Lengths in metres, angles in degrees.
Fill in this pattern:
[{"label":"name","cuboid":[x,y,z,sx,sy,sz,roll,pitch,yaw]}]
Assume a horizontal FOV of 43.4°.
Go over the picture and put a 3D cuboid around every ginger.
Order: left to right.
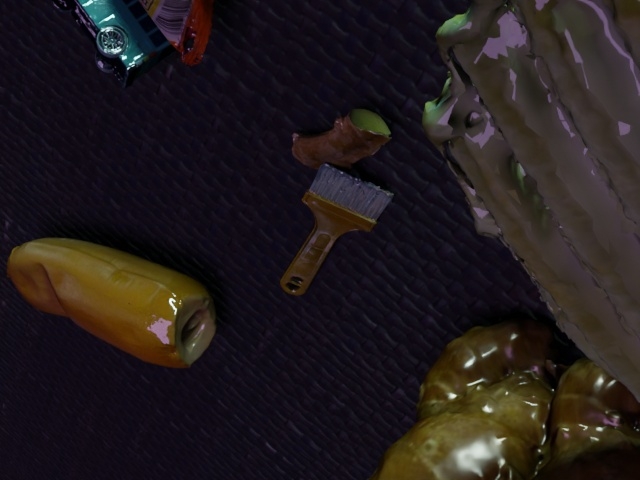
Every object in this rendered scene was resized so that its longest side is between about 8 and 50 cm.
[{"label":"ginger","cuboid":[0.024,-0.096,0.778,0.137,0.057,0.044,-16,66,52]},{"label":"ginger","cuboid":[0.211,0.210,0.709,0.357,0.274,0.152,8,144,36]}]

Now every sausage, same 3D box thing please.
[{"label":"sausage","cuboid":[-0.297,0.068,1.087,0.353,0.116,0.134,17,143,31]}]

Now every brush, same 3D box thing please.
[{"label":"brush","cuboid":[0.000,0.000,0.869,0.082,0.010,0.218,23,139,-9]}]

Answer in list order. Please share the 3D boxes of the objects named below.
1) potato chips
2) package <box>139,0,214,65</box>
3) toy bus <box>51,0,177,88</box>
[{"label":"potato chips","cuboid":[0.244,0.006,0.435,0.429,0.070,0.358,53,148,-17]},{"label":"package","cuboid":[-0.127,-0.318,0.686,0.223,0.108,0.288,-23,102,43]},{"label":"toy bus","cuboid":[-0.215,-0.246,0.812,0.160,0.091,0.079,54,164,-8]}]
